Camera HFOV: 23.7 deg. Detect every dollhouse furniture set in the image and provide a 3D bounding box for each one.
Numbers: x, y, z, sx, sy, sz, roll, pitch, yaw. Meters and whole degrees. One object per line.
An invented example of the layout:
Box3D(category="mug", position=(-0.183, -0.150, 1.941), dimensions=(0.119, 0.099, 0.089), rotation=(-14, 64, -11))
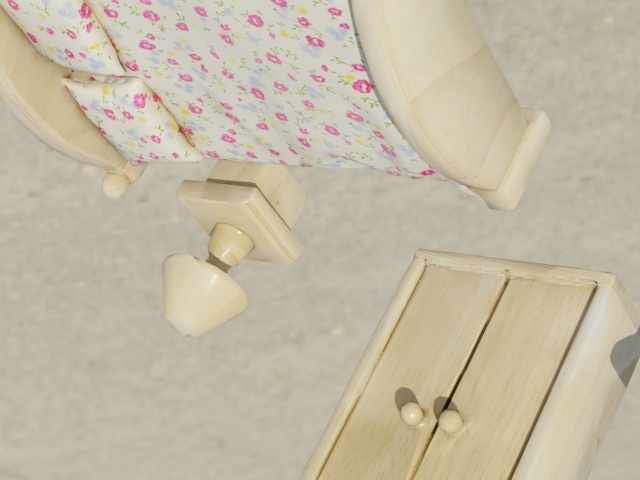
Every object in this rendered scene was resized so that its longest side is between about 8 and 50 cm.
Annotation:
Box3D(category="dollhouse furniture set", position=(0.000, 0.000, 0.526), dimensions=(0.303, 0.174, 0.355), rotation=(8, 148, 38))
